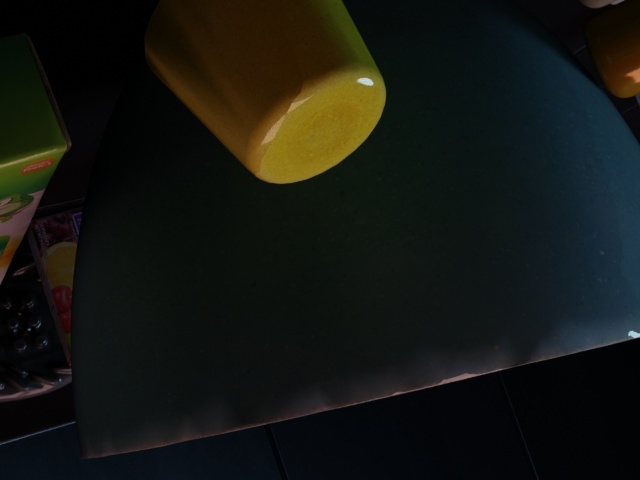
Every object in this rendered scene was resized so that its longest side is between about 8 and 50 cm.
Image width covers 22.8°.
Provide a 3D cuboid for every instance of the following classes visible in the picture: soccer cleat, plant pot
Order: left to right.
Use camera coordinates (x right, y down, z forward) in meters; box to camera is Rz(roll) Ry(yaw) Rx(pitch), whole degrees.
[{"bbox_3d":[-0.178,0.049,1.177,0.318,0.108,0.116,-18,176,-23],"label":"soccer cleat"},{"bbox_3d":[0.014,-0.027,0.732,0.290,0.195,0.290,-12,175,-1],"label":"plant pot"}]

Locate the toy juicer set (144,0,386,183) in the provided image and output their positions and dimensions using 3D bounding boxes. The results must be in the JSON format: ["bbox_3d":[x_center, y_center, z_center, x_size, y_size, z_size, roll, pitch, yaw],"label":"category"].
[{"bbox_3d":[0.076,-0.165,0.483,0.329,0.089,0.209,-32,153,-5],"label":"toy juicer set"}]

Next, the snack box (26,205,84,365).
[{"bbox_3d":[-0.120,0.017,1.094,0.141,0.100,0.037,-16,170,-16],"label":"snack box"}]

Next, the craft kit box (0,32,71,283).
[{"bbox_3d":[-0.247,0.012,0.659,0.250,0.061,0.246,-18,173,-24],"label":"craft kit box"}]

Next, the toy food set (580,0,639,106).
[{"bbox_3d":[0.184,-0.133,0.771,0.104,0.111,0.232,-23,176,18],"label":"toy food set"}]
